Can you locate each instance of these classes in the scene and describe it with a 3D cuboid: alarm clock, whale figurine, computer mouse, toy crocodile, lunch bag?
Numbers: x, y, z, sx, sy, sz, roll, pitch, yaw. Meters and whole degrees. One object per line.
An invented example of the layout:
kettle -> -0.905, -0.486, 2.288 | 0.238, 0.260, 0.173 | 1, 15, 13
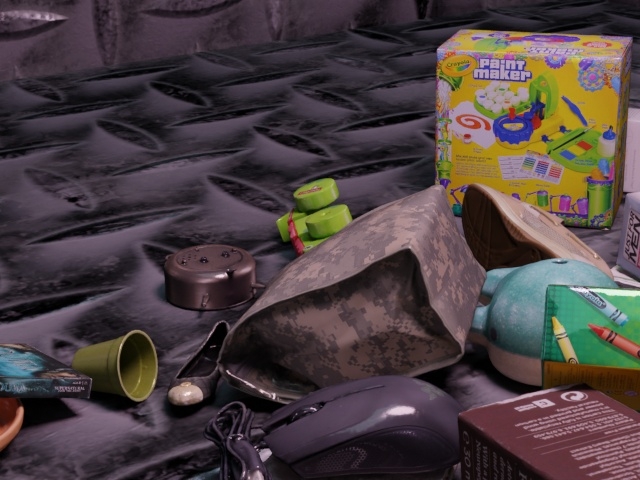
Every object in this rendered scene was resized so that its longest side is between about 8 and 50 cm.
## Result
alarm clock -> -0.166, 0.043, 1.771 | 0.129, 0.064, 0.192 | -15, 21, -32
whale figurine -> 0.273, 0.074, 1.542 | 0.216, 0.141, 0.272 | -5, 20, -9
computer mouse -> 0.025, 0.182, 1.232 | 0.272, 0.072, 0.188 | -5, 19, -10
toy crocodile -> 0.000, 0.000, 1.801 | 0.105, 0.115, 0.340 | -22, 20, -1
lunch bag -> 0.032, 0.080, 1.489 | 0.287, 0.169, 0.235 | -22, 13, 20

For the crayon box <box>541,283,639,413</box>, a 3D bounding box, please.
crayon box -> 0.294, 0.143, 1.193 | 0.165, 0.278, 0.081 | 3, 61, 11

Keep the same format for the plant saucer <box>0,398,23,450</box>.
plant saucer -> -0.425, 0.210, 1.367 | 0.199, 0.037, 0.200 | -1, 20, 0

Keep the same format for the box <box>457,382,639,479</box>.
box -> 0.252, 0.263, 0.927 | 0.143, 0.191, 0.381 | -10, 16, -23

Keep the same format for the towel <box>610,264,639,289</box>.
towel -> 0.477, 0.051, 1.772 | 0.113, 0.023, 0.152 | 16, 24, 33

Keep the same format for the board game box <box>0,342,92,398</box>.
board game box -> -0.364, 0.149, 1.458 | 0.126, 0.026, 0.186 | 6, 5, -37

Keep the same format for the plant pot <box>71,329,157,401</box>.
plant pot -> -0.247, 0.149, 1.476 | 0.079, 0.083, 0.083 | -5, 17, 26

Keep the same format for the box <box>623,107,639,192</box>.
box -> 0.552, -0.153, 2.150 | 0.170, 0.130, 0.091 | 10, 22, 25

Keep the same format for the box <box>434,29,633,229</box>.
box -> 0.347, -0.187, 2.040 | 0.289, 0.279, 0.177 | 7, 22, 18

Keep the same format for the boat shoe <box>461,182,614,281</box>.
boat shoe -> 0.302, 0.004, 1.789 | 0.098, 0.109, 0.302 | -5, 26, -24

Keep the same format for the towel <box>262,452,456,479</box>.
towel -> 0.026, 0.246, 1.230 | 0.187, 0.049, 0.282 | 5, 21, 15

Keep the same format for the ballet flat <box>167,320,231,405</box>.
ballet flat -> -0.144, 0.149, 1.493 | 0.057, 0.049, 0.173 | 2, 21, 11

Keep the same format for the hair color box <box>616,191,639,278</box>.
hair color box -> 0.576, 0.040, 1.620 | 0.185, 0.114, 0.374 | -9, 25, -23
